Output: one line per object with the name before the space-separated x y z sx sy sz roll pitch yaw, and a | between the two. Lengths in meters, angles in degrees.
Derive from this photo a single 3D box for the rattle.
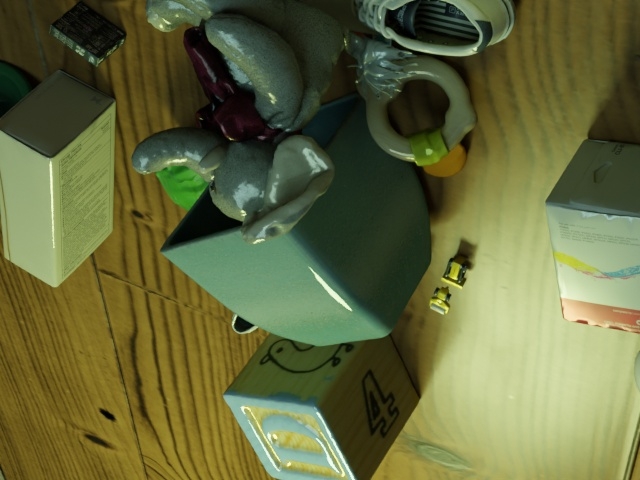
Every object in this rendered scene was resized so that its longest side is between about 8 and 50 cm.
rattle | 0.104 -0.179 1.417 0.200 0.142 0.130 45 112 16

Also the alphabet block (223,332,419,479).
alphabet block | 0.006 0.241 1.789 0.192 0.197 0.193 2 130 37

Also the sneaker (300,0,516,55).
sneaker | 0.082 -0.261 1.286 0.258 0.091 0.094 12 118 25

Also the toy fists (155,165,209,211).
toy fists | -0.119 -0.040 1.677 0.279 0.096 0.142 56 157 -17

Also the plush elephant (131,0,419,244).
plush elephant | -0.087 -0.138 1.277 0.329 0.256 0.272 20 -178 -11

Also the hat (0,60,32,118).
hat | -0.507 -0.182 1.894 0.208 0.173 0.183 21 174 22

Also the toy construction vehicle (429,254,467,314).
toy construction vehicle | 0.158 0.048 1.605 0.085 0.035 0.098 23 132 18

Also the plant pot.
plant pot | 0.000 0.000 1.516 0.247 0.247 0.252 -14 124 47

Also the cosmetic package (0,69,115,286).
cosmetic package | -0.408 -0.090 1.817 0.113 0.160 0.309 28 140 13

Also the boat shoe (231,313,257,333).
boat shoe | -0.089 0.093 1.821 0.066 0.063 0.184 45 142 -8

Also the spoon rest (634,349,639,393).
spoon rest | 0.467 0.236 1.524 0.137 0.084 0.276 16 124 24

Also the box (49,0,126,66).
box | -0.321 -0.286 1.620 0.083 0.067 0.018 35 143 3

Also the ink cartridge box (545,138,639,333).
ink cartridge box | 0.342 -0.005 1.320 0.127 0.128 0.176 9 134 32
